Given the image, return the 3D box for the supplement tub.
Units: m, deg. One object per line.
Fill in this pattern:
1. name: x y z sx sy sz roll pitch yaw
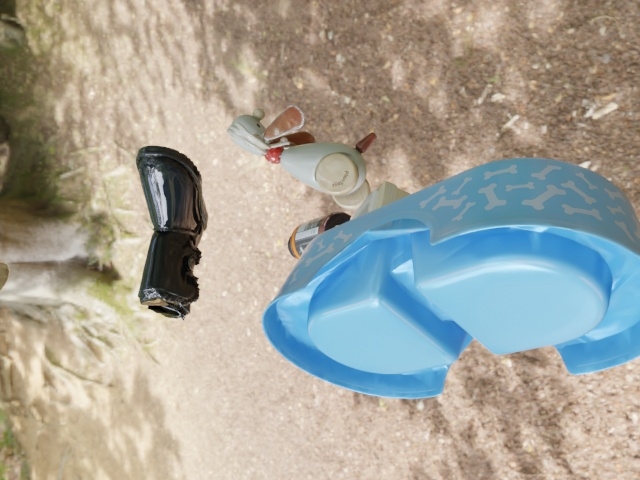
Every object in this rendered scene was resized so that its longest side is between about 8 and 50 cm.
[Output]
1. supplement tub: 0.000 0.000 1.413 0.198 0.106 0.105 -16 78 59

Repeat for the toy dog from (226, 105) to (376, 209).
1. toy dog: -0.019 -0.203 1.278 0.160 0.334 0.220 -59 5 -2

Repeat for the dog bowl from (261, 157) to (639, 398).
1. dog bowl: 0.090 0.037 0.448 0.297 0.166 0.074 -23 39 42

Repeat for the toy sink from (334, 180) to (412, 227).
1. toy sink: 0.092 0.023 0.820 0.152 0.234 0.131 126 161 -54

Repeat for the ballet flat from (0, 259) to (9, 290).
1. ballet flat: -0.390 0.064 0.564 0.086 0.086 0.248 -66 -4 37

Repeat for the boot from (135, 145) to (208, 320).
1. boot: -0.244 -0.003 0.990 0.246 0.094 0.207 84 -172 -59
